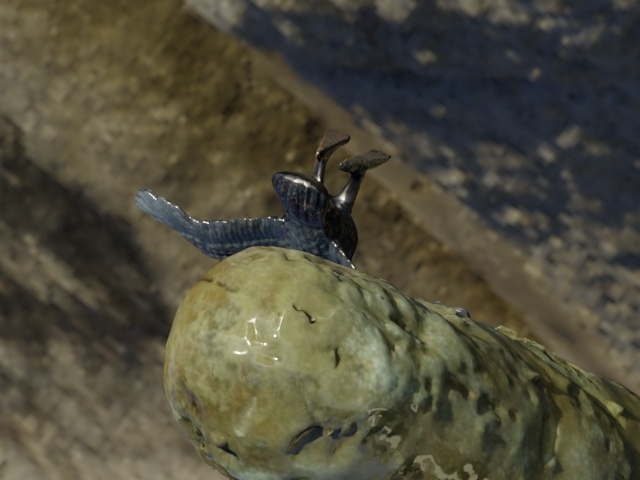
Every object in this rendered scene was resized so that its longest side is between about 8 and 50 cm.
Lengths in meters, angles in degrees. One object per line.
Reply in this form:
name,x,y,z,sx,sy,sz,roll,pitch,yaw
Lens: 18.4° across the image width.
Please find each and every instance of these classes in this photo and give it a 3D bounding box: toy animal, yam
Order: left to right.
toy animal,0.000,0.000,0.984,0.220,0.062,0.108,23,130,18
yam,0.052,0.088,0.875,0.133,0.133,0.330,17,170,41
